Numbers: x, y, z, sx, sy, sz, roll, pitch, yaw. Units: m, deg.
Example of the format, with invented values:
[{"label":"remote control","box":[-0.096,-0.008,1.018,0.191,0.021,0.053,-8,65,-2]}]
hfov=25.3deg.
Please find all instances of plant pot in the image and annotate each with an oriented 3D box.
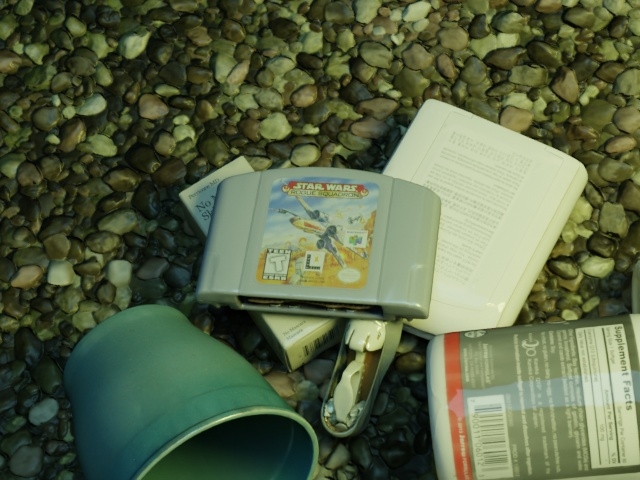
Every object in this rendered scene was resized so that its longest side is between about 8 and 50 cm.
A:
[{"label":"plant pot","box":[-0.181,0.223,1.740,0.271,0.272,0.255,-31,50,-11]}]

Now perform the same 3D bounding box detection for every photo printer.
[{"label":"photo printer","box":[0.179,-0.013,1.901,0.256,0.107,0.308,24,68,16]}]

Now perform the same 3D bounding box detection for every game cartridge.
[{"label":"game cartridge","box":[0.000,0.000,1.819,0.297,0.062,0.198,3,64,10]}]

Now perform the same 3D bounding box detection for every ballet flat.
[{"label":"ballet flat","box":[0.052,0.150,1.802,0.072,0.068,0.213,17,96,22]}]

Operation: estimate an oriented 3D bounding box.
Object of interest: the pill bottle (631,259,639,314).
[{"label":"pill bottle","box":[0.514,0.078,1.824,0.216,0.121,0.121,-2,64,3]}]

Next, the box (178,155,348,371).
[{"label":"box","box":[-0.072,0.030,1.906,0.113,0.094,0.275,-33,66,-11]}]

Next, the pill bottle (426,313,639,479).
[{"label":"pill bottle","box":[0.317,0.198,1.712,0.362,0.210,0.210,-6,63,7]}]
